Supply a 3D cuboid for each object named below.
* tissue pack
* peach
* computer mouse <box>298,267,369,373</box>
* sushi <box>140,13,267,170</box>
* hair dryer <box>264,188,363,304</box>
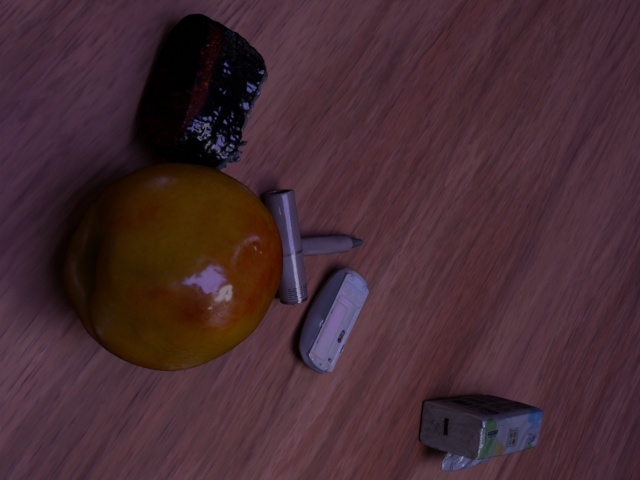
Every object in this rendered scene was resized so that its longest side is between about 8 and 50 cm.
[{"bbox_3d":[0.342,0.420,1.794,0.230,0.159,0.145,3,93,-45],"label":"tissue pack"},{"bbox_3d":[-0.181,0.030,1.152,0.308,0.289,0.288,6,91,-39],"label":"peach"},{"bbox_3d":[0.022,0.144,1.525,0.102,0.045,0.199,40,67,-41],"label":"computer mouse"},{"bbox_3d":[-0.171,-0.213,1.231,0.126,0.136,0.225,27,69,-46],"label":"sushi"},{"bbox_3d":[0.001,-0.013,1.479,0.220,0.054,0.195,-21,109,-42],"label":"hair dryer"}]
